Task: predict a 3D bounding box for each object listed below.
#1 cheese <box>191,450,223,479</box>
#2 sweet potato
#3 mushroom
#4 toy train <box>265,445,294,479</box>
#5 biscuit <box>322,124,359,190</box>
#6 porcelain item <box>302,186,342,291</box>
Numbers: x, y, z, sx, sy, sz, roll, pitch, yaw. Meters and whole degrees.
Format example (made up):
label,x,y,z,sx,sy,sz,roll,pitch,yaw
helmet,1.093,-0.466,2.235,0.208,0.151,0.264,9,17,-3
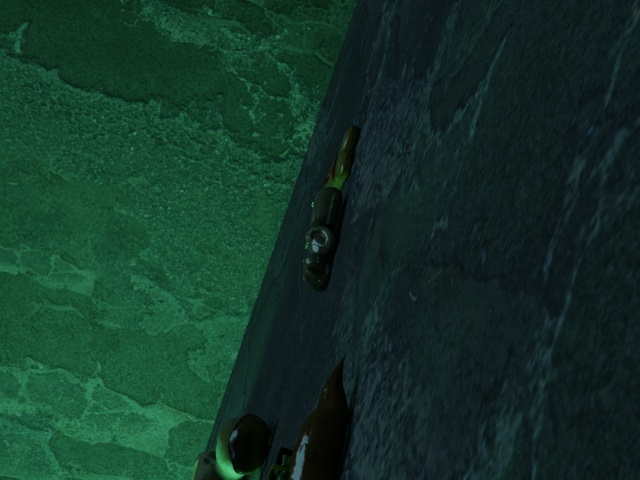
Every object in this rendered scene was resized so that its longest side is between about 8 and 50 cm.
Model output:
label,x,y,z,sx,sy,sz,roll,pitch,yaw
cheese,-0.266,0.610,2.016,0.159,0.093,0.263,-94,21,-82
sweet potato,0.004,0.210,0.985,0.056,0.056,0.195,118,173,-58
mushroom,-0.155,0.391,1.708,0.333,0.087,0.107,119,167,-70
toy train,-0.054,0.325,1.178,0.081,0.050,0.122,-68,-1,-51
biscuit,0.023,-0.111,1.825,0.234,0.030,0.153,116,172,-48
porcelain item,0.000,0.000,1.598,0.213,0.054,0.084,-80,8,-46
